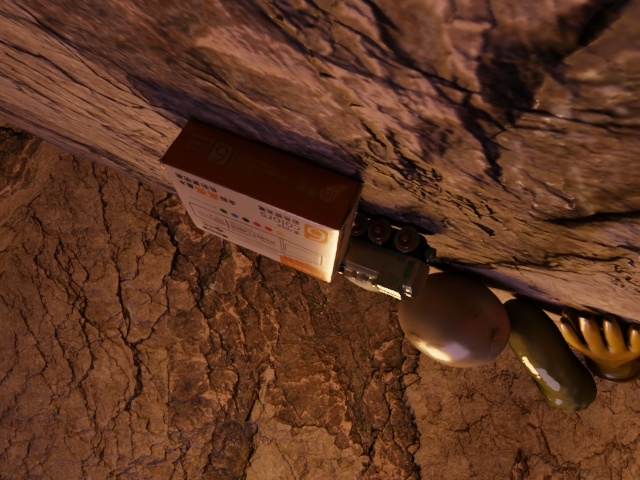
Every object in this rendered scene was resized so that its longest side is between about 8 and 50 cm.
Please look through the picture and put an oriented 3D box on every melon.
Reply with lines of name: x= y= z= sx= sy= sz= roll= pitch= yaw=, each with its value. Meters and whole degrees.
melon: x=0.324 y=0.192 z=1.032 sx=0.222 sy=0.223 sz=0.317 roll=23 pitch=174 yaw=-17

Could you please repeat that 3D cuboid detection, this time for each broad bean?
broad bean: x=0.543 y=0.272 z=0.999 sx=0.291 sy=0.119 sz=0.238 roll=60 pitch=-160 yaw=17

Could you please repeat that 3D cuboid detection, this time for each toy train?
toy train: x=0.103 y=0.023 z=0.736 sx=0.193 sy=0.126 sz=0.080 roll=18 pitch=171 yaw=34

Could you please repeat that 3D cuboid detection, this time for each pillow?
pillow: x=0.209 y=0.120 z=1.316 sx=0.253 sy=0.078 sz=0.144 roll=0 pitch=-171 yaw=-38

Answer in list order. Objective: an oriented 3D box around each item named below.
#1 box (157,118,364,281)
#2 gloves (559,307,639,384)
box: x=-0.081 y=-0.051 z=0.643 sx=0.273 sy=0.091 sz=0.221 roll=21 pitch=157 yaw=9
gloves: x=0.597 y=0.207 z=0.863 sx=0.132 sy=0.116 sz=0.294 roll=-16 pitch=142 yaw=35
